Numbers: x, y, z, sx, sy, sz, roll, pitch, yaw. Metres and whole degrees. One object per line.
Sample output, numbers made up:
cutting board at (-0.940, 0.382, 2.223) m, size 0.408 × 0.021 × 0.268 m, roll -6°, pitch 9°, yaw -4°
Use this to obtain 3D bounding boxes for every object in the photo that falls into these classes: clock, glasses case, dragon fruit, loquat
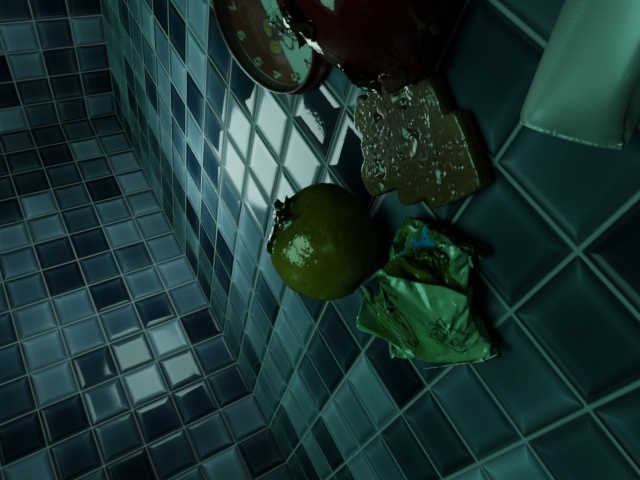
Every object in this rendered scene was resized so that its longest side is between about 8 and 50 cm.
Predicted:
clock at (-0.097, -0.449, 1.001) m, size 0.318 × 0.080 × 0.319 m, roll 34°, pitch 147°, yaw 26°
glasses case at (0.299, -0.235, 0.453) m, size 0.128 × 0.083 × 0.308 m, roll 44°, pitch 143°, yaw 32°
dragon fruit at (0.049, -0.358, 0.670) m, size 0.250 × 0.250 × 0.316 m, roll 11°, pitch 110°, yaw 59°
loquat at (0.000, 0.000, 0.994) m, size 0.244 × 0.243 × 0.244 m, roll 40°, pitch 140°, yaw 45°

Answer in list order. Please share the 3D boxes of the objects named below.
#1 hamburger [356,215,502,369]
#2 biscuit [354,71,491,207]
hamburger at (0.161, 0.102, 0.851) m, size 0.260 × 0.150 × 0.276 m, roll 6°, pitch 112°, yaw 59°
biscuit at (0.158, -0.155, 0.805) m, size 0.301 × 0.043 × 0.278 m, roll 46°, pitch 142°, yaw 37°
